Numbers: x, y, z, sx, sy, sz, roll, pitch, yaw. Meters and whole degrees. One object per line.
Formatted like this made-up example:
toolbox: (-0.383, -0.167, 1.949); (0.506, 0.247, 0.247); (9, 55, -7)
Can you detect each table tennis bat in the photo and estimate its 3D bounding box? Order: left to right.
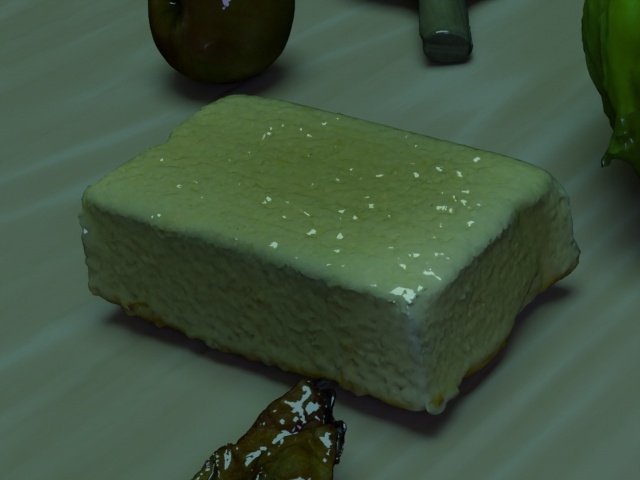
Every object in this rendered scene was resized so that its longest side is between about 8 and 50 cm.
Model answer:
table tennis bat: (0.076, -0.191, 0.935); (0.138, 0.022, 0.246); (3, 40, -3)

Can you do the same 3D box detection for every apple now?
apple: (-0.059, -0.136, 0.844); (0.089, 0.089, 0.074); (23, 25, 39)

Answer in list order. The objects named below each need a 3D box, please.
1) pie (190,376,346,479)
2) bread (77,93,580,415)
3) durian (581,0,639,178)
pie: (-0.026, 0.122, 0.475); (0.088, 0.033, 0.191); (-20, 32, 9)
bread: (0.001, 0.000, 0.632); (0.188, 0.068, 0.125); (16, 38, 32)
durian: (0.262, -0.138, 0.683); (0.340, 0.204, 0.255); (-16, 44, -13)
